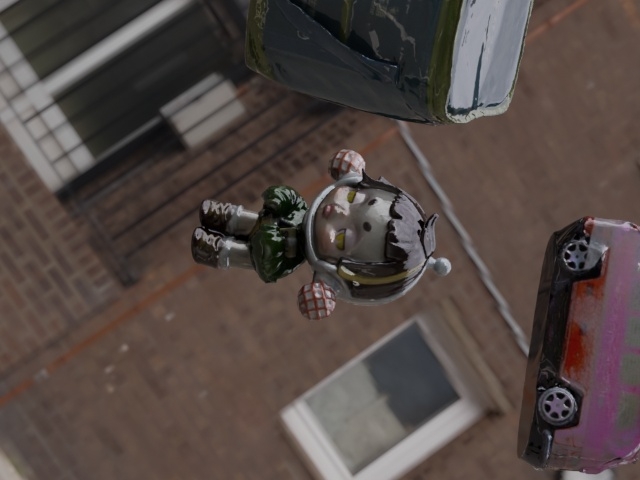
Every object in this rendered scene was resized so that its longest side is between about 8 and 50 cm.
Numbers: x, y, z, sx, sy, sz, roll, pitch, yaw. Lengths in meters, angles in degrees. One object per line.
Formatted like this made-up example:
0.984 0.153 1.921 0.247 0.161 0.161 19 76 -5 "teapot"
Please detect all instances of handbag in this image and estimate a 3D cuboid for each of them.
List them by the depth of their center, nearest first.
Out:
0.075 -0.258 1.423 0.241 0.263 0.222 16 15 26 "handbag"

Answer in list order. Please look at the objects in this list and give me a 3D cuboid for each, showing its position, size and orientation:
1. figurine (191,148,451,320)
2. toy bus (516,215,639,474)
0.000 0.000 2.027 0.167 0.370 0.281 70 28 -56 "figurine"
0.322 0.125 1.653 0.127 0.147 0.303 74 25 -75 "toy bus"
